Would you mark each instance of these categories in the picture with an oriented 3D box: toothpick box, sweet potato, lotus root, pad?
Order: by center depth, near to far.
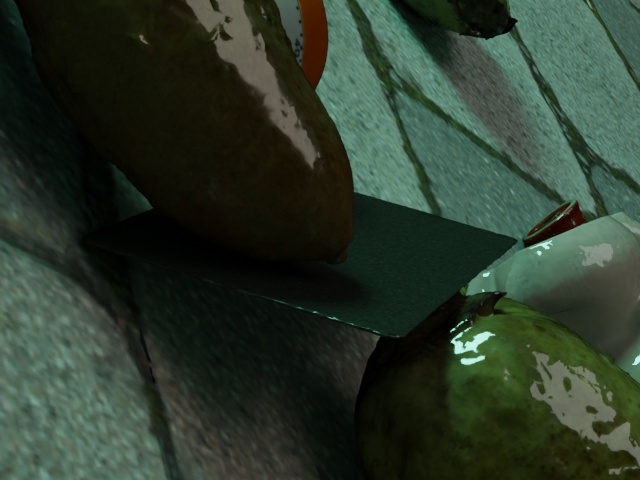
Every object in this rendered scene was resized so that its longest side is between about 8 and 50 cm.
[{"bbox_3d":[-0.108,-0.142,0.710,0.385,0.109,0.109,53,21,14],"label":"sweet potato"},{"bbox_3d":[0.120,0.129,0.741,0.260,0.128,0.145,49,12,-13],"label":"lotus root"},{"bbox_3d":[0.000,0.000,0.747,0.142,0.003,0.211,16,15,17],"label":"pad"},{"bbox_3d":[0.180,0.018,1.142,0.083,0.047,0.047,52,21,-4],"label":"toothpick box"},{"bbox_3d":[0.087,-0.205,1.270,0.143,0.070,0.144,41,20,-42],"label":"lotus root"}]

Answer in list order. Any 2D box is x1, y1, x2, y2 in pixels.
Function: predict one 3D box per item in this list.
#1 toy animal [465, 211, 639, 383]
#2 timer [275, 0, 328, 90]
[{"bbox_3d":[0.174,0.091,0.937,0.212,0.124,0.124,60,22,2],"label":"toy animal"},{"bbox_3d":[-0.047,-0.115,0.816,0.136,0.099,0.136,41,35,-38],"label":"timer"}]
